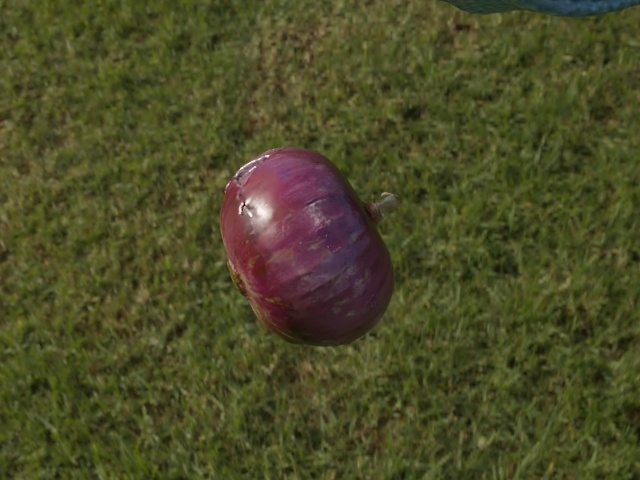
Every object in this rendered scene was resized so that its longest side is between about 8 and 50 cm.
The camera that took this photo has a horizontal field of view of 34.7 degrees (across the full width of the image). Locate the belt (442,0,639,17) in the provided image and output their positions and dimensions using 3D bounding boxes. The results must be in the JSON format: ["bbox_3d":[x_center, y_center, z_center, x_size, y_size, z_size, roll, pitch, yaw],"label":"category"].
[{"bbox_3d":[0.152,-0.106,0.367,0.302,0.087,0.072,1,4,-30],"label":"belt"}]

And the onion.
[{"bbox_3d":[-0.009,0.005,0.874,0.153,0.177,0.177,-21,49,19],"label":"onion"}]
